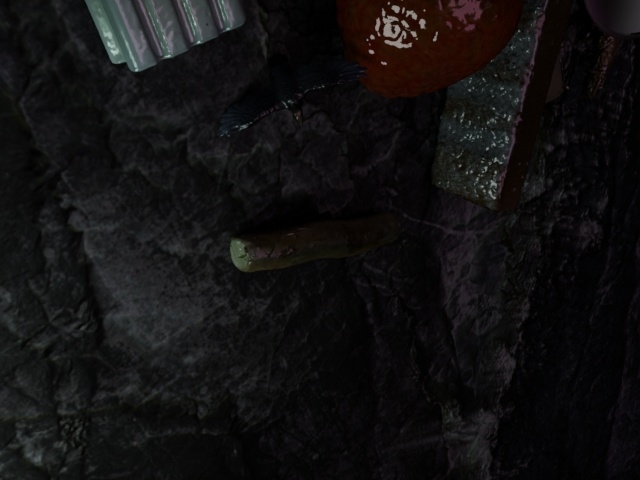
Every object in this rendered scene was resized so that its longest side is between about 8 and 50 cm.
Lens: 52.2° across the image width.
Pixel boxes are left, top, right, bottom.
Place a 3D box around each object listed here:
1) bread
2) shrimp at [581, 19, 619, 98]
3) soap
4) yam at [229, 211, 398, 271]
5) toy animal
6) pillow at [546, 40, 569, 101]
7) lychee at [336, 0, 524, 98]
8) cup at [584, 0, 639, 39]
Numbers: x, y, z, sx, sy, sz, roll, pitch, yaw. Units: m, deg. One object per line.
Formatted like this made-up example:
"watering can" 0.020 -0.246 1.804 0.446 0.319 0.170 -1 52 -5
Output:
"bread" 0.302 -0.268 1.113 0.113 0.165 0.416 -7 114 -39
"shrimp" 0.584 -0.398 1.380 0.124 0.034 0.178 12 101 -40
"soap" -0.198 -0.341 0.706 0.160 0.087 0.265 -34 129 -24
"yam" 0.000 0.000 1.054 0.317 0.071 0.067 -10 80 -36
"toy animal" -0.043 -0.204 0.896 0.220 0.108 0.062 -20 135 10
"pillow" 0.400 -0.307 1.252 0.208 0.053 0.119 -24 120 -30
"lychee" 0.155 -0.336 0.901 0.255 0.255 0.300 -12 149 -36
"cup" 0.675 -0.525 1.267 0.274 0.253 0.253 -25 125 -20
